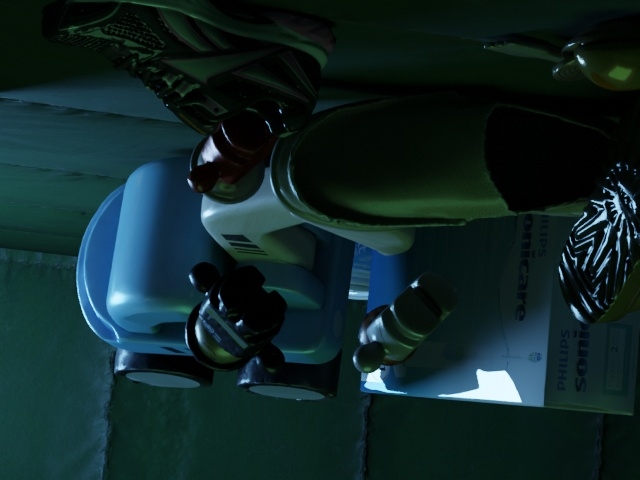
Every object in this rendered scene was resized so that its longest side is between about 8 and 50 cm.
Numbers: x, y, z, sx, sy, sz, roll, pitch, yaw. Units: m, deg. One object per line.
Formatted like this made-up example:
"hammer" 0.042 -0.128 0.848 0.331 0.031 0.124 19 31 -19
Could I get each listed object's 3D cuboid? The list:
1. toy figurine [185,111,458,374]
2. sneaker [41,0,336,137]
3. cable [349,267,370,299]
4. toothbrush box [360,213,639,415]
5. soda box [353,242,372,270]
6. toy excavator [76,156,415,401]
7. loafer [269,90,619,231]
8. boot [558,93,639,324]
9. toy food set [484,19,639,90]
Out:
"toy figurine" 0.000 0.000 1.420 0.209 0.213 0.148 2 164 -13
"sneaker" -0.075 -0.102 1.088 0.178 0.077 0.072 8 173 -19
"cable" -0.013 0.019 2.382 0.257 0.089 0.257 4 174 25
"toothbrush box" 0.181 0.059 1.881 0.126 0.216 0.295 8 173 -34
"soda box" 0.044 -0.005 2.148 0.071 0.067 0.210 1 174 36
"toy excavator" -0.073 0.007 1.771 0.433 0.222 0.445 2 166 21
"loafer" 0.098 -0.060 1.312 0.268 0.102 0.092 -4 174 -3
"boot" 0.315 -0.041 1.261 0.269 0.089 0.236 -9 151 -26
"toy food set" 0.195 -0.097 1.064 0.132 0.038 0.192 8 174 -31
